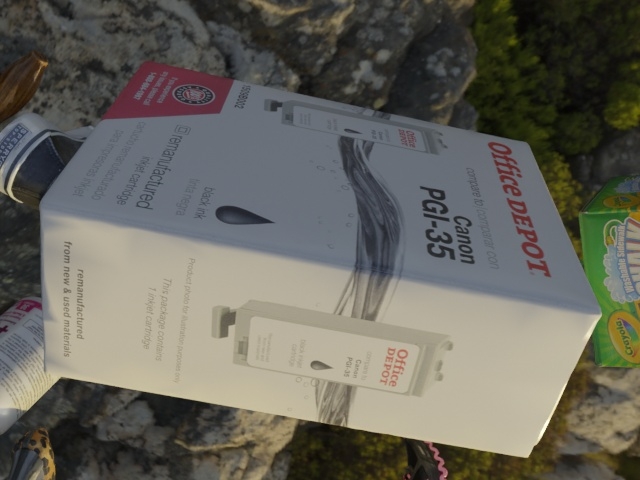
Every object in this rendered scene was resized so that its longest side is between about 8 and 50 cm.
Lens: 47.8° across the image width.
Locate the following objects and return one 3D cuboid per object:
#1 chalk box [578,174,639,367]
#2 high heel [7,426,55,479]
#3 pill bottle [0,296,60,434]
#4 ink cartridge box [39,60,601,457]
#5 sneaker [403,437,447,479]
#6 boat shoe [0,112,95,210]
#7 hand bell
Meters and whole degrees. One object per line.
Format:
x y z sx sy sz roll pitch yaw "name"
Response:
0.285 0.018 0.578 0.132 0.213 0.132 -31 115 -55 "chalk box"
-0.487 0.466 1.270 0.093 0.186 0.261 -2 127 1 "high heel"
-0.574 0.242 1.285 0.160 0.160 0.283 54 40 -14 "pill bottle"
0.000 0.000 0.455 0.282 0.117 0.207 11 33 -4 "ink cartridge box"
0.080 0.221 0.602 0.057 0.047 0.119 -9 71 -6 "sneaker"
-0.250 -0.062 0.771 0.102 0.301 0.108 35 87 -4 "boat shoe"
-0.375 -0.115 0.789 0.242 0.126 0.126 -40 110 18 "hand bell"
